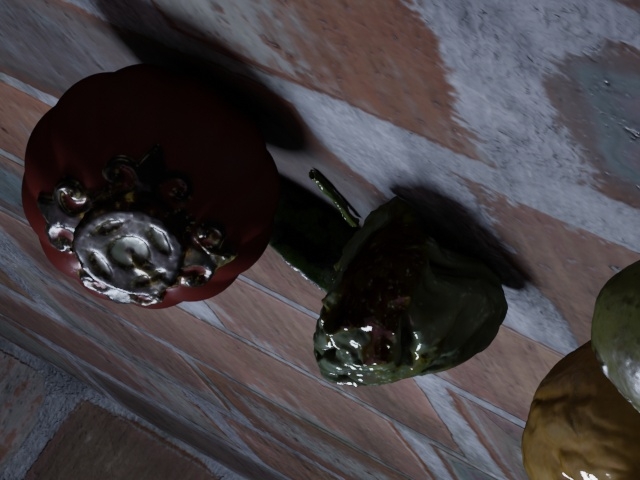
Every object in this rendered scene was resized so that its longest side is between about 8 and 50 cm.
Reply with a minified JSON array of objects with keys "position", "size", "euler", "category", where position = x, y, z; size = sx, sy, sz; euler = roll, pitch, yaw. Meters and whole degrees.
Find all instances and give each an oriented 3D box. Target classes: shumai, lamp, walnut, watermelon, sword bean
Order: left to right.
[{"position":[-0.147,-0.049,1.663],"size":[0.227,0.227,0.227],"euler":[32,166,9],"category":"lamp"},{"position":[-0.004,0.005,1.826],"size":[0.245,0.063,0.119],"euler":[36,180,-12],"category":"watermelon"},{"position":[0.013,-0.038,1.720],"size":[0.012,0.012,0.083],"euler":[21,160,43],"category":"sword bean"},{"position":[0.053,0.035,1.641],"size":[0.184,0.184,0.142],"euler":[19,136,47],"category":"shumai"},{"position":[0.261,0.163,1.480],"size":[0.195,0.195,0.222],"euler":[37,159,-13],"category":"walnut"}]

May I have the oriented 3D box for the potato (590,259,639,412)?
[{"position":[0.311,0.090,1.208],"size":[0.298,0.141,0.176],"euler":[30,148,26],"category":"potato"}]
